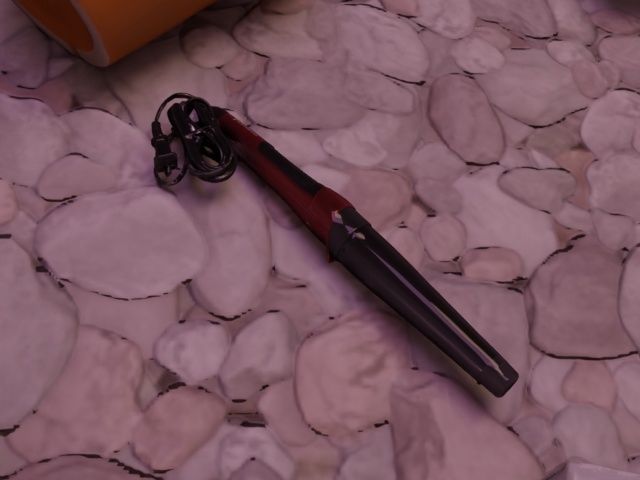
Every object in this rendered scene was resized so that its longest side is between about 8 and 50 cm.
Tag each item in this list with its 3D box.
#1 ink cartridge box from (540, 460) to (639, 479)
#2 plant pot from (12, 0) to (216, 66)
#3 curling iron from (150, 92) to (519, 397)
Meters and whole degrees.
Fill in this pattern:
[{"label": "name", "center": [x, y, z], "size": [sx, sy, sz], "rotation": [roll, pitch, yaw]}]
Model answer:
[{"label": "ink cartridge box", "center": [0.188, 0.225, 0.337], "size": [0.180, 0.056, 0.225], "rotation": [12, 54, -2]}, {"label": "plant pot", "center": [-0.120, -0.223, 0.501], "size": [0.205, 0.205, 0.188], "rotation": [37, 73, 14]}, {"label": "curling iron", "center": [0.000, 0.000, 0.461], "size": [0.274, 0.035, 0.068], "rotation": [38, 63, 16]}]
